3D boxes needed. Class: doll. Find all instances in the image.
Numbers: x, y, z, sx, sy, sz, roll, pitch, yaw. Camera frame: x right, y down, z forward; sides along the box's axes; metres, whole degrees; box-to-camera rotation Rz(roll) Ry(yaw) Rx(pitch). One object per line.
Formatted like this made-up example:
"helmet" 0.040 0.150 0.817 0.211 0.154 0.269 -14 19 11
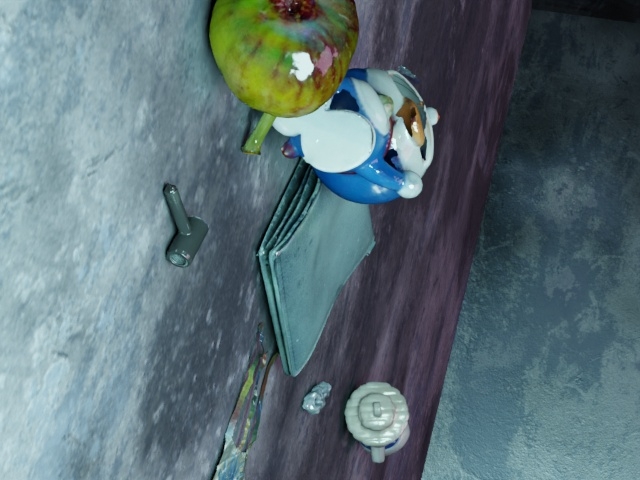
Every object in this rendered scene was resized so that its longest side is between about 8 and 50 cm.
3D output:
"doll" 0.040 -0.132 1.198 0.215 0.161 0.257 57 14 8
"doll" 0.109 0.345 2.006 0.293 0.119 0.138 77 19 -70

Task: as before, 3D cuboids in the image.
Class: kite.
"kite" -0.102 0.264 1.309 0.169 0.015 0.309 74 31 -64

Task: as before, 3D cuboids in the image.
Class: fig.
"fig" -0.039 -0.160 1.024 0.245 0.149 0.149 110 -2 -65

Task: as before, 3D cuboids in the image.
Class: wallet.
"wallet" 0.001 0.000 1.392 0.251 0.054 0.290 78 27 -46

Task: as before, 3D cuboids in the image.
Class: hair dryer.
"hair dryer" -0.127 -0.018 0.964 0.083 0.026 0.047 80 24 -46

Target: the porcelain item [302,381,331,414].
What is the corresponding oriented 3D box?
"porcelain item" -0.006 0.242 1.632 0.083 0.028 0.036 -31 114 -69
